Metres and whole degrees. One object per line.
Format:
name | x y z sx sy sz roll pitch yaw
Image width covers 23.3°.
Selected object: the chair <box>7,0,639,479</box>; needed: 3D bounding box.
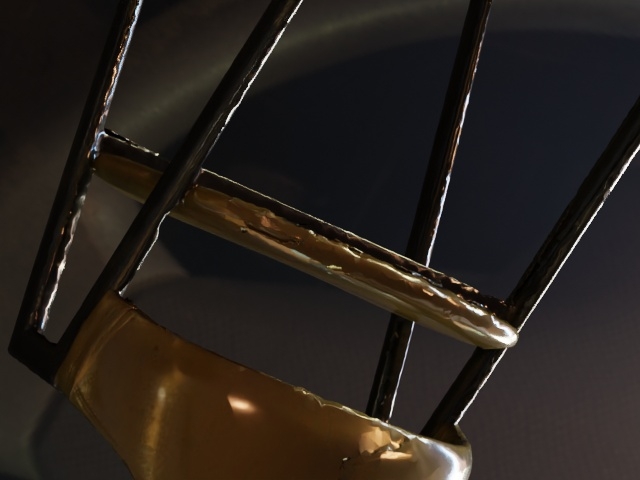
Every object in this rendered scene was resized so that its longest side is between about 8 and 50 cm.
chair | 0.000 0.000 0.534 0.159 0.172 0.247 23 92 -34
